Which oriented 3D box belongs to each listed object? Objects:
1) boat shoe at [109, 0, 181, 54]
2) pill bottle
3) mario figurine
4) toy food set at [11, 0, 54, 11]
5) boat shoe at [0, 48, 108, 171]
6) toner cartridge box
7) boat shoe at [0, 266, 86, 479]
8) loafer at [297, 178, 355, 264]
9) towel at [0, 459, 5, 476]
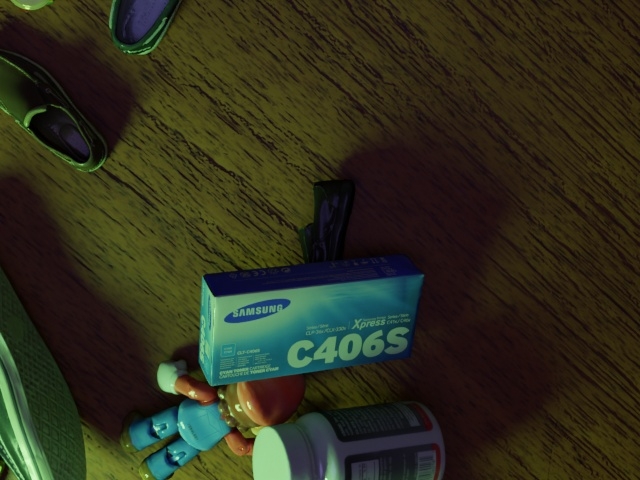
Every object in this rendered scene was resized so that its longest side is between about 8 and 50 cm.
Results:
[{"bbox_3d":[-0.242,-0.432,1.531,0.114,0.091,0.303,20,99,-4],"label":"boat shoe"},{"bbox_3d":[0.044,0.351,1.576,0.283,0.161,0.161,-1,101,-29],"label":"pill bottle"},{"bbox_3d":[-0.166,0.289,1.658,0.320,0.170,0.198,-26,135,14],"label":"mario figurine"},{"bbox_3d":[-0.466,-0.409,1.568,0.083,0.020,0.083,-6,100,0],"label":"toy food set"},{"bbox_3d":[-0.447,-0.212,1.562,0.257,0.095,0.095,39,97,-7],"label":"boat shoe"},{"bbox_3d":[-0.014,0.123,1.555,0.347,0.075,0.165,-6,119,-20],"label":"toner cartridge box"},{"bbox_3d":[-0.533,0.233,1.597,0.156,0.187,0.500,-26,94,8],"label":"boat shoe"},{"bbox_3d":[0.000,0.000,1.621,0.078,0.080,0.220,14,96,9],"label":"loafer"},{"bbox_3d":[-0.668,0.382,1.682,0.237,0.021,0.102,23,93,1],"label":"towel"}]
